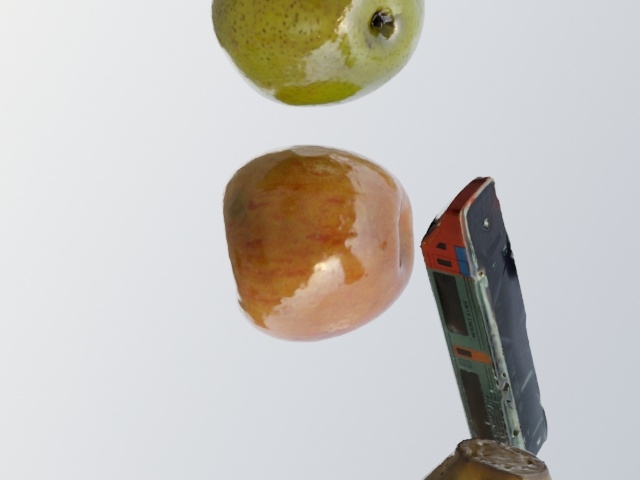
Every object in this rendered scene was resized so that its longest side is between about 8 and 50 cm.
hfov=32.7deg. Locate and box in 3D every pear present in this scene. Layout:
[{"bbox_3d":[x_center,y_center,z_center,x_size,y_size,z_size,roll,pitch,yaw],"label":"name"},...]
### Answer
[{"bbox_3d":[0.001,-0.308,1.450,0.294,0.294,0.294,-40,-142,40],"label":"pear"}]

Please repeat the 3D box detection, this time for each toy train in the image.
[{"bbox_3d":[0.191,0.105,1.284,0.089,0.409,0.086,11,-137,37],"label":"toy train"}]

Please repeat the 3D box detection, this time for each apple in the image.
[{"bbox_3d":[0.000,0.000,1.567,0.299,0.275,0.298,-4,90,-88],"label":"apple"}]

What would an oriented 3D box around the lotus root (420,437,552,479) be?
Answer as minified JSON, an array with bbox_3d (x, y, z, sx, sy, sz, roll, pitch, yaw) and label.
[{"bbox_3d":[0.135,0.320,0.941,0.193,0.193,0.290,3,-104,61],"label":"lotus root"}]
